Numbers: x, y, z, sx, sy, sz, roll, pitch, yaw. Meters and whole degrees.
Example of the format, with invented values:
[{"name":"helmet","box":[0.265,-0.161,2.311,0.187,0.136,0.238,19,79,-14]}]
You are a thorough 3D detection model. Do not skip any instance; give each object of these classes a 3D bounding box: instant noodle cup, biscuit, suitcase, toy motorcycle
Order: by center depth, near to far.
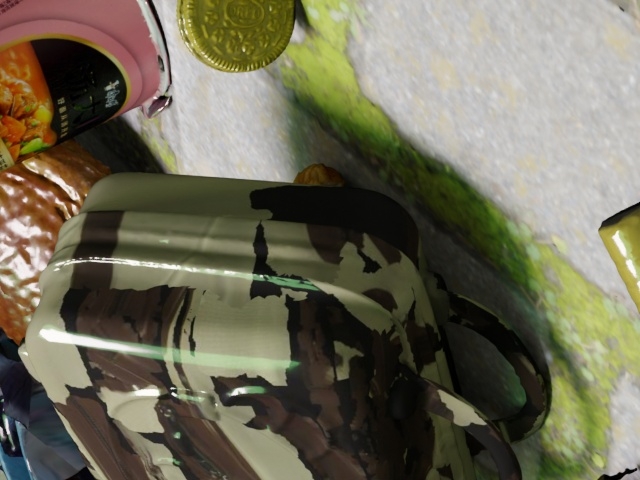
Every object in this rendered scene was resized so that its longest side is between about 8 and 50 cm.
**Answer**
[{"name":"biscuit","box":[-0.056,-0.154,1.185,0.023,0.084,0.084,13,132,60]},{"name":"suitcase","box":[-0.008,0.109,1.254,0.339,0.194,0.351,4,141,20]},{"name":"instant noodle cup","box":[-0.291,-0.148,1.439,0.244,0.255,0.244,42,155,25]},{"name":"toy motorcycle","box":[-0.254,0.146,1.830,0.416,0.232,0.172,68,155,6]}]

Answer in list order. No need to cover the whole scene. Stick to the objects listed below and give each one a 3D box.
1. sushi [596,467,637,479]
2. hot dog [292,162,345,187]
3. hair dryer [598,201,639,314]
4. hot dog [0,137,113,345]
[{"name":"sushi","box":[0.223,0.281,1.093,0.291,0.131,0.139,-121,14,-50]},{"name":"hot dog","box":[0.000,0.000,1.322,0.071,0.045,0.165,50,156,17]},{"name":"hair dryer","box":[0.231,0.108,0.987,0.279,0.090,0.135,63,159,1]},{"name":"hot dog","box":[-0.251,0.015,1.635,0.387,0.174,0.267,39,167,-1]}]
